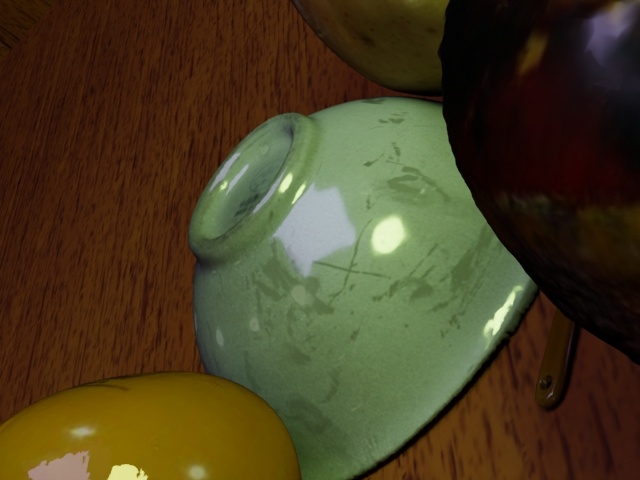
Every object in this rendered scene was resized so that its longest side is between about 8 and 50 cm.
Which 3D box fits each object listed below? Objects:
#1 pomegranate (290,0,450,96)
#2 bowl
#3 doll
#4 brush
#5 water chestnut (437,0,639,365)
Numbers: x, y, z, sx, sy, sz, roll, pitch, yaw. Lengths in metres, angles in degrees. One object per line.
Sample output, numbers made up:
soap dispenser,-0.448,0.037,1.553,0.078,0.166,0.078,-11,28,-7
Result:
pomegranate,0.094,-0.272,1.042,0.338,0.338,0.338,-40,25,24
bowl,0.000,0.000,1.043,0.313,0.146,0.313,-41,24,23
doll,-0.111,0.199,0.926,0.213,0.213,0.236,-16,83,54
brush,0.148,0.027,0.901,0.043,0.014,0.170,-24,37,44
water chestnut,0.187,-0.112,0.664,0.350,0.302,0.350,-39,30,29
